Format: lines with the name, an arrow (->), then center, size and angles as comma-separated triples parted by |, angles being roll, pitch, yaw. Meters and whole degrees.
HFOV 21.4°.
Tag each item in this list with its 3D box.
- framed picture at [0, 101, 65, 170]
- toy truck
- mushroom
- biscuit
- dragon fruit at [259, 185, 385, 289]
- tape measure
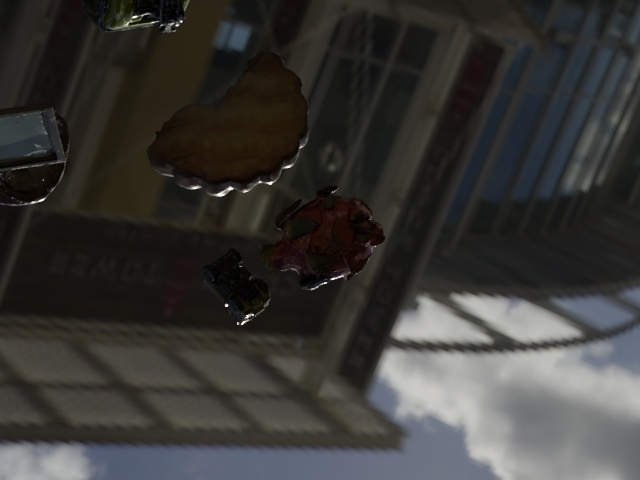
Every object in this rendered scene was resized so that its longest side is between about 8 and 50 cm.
framed picture -> -0.347, -0.087, 1.598 | 0.200, 0.010, 0.136 | -9, 162, -6
toy truck -> -0.100, 0.059, 2.027 | 0.049, 0.054, 0.083 | -34, -107, -26
mushroom -> -0.321, -0.093, 1.834 | 0.052, 0.123, 0.123 | 30, -163, 25
biscuit -> -0.083, -0.100, 1.696 | 0.183, 0.061, 0.118 | -35, -103, -26
dragon fruit -> 0.000, 0.002, 1.535 | 0.086, 0.116, 0.081 | 56, -161, 1
tape measure -> -0.190, -0.290, 1.648 | 0.112, 0.186, 0.199 | -13, -133, -18
